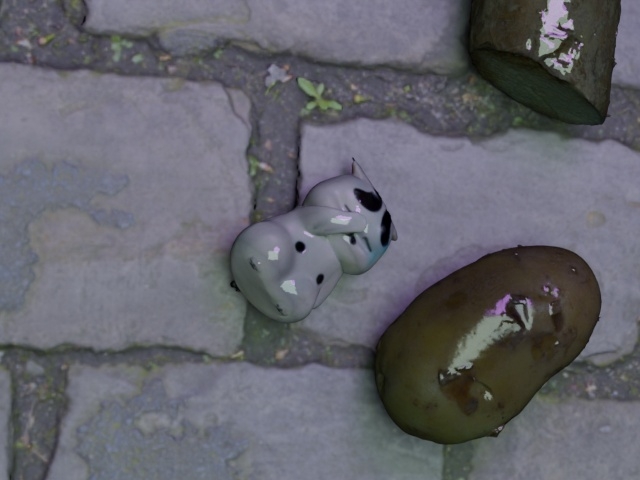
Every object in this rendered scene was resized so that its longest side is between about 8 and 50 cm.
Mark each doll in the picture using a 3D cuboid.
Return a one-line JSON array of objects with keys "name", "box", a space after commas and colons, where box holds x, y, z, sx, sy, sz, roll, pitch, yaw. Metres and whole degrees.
[{"name": "doll", "box": [-0.005, 0.004, 1.757, 0.181, 0.107, 0.110, -32, 107, -14]}]

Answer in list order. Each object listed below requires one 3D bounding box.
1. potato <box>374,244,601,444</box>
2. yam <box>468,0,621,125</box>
[{"name": "potato", "box": [0.173, 0.100, 1.789, 0.262, 0.165, 0.165, -41, 101, -7]}, {"name": "yam", "box": [0.242, -0.282, 1.801, 0.168, 0.168, 0.304, 8, 88, -17]}]
